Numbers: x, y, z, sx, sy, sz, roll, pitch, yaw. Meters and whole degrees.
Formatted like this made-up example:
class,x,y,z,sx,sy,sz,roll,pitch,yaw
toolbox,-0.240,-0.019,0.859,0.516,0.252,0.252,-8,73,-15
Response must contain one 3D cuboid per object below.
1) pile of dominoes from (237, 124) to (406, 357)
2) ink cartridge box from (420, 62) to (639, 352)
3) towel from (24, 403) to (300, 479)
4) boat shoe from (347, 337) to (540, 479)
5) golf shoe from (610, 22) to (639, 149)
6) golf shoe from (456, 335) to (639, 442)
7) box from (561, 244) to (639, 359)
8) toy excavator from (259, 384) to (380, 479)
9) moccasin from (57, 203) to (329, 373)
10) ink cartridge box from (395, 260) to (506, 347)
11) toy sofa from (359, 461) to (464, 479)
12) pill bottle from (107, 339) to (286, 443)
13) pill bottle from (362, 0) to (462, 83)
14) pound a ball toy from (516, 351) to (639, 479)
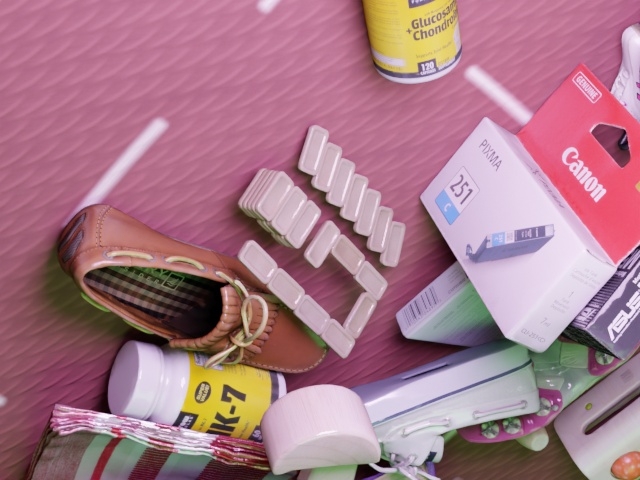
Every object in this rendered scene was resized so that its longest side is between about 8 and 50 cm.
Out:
class,x,y,z,sx,sy,sz,roll,pitch,yaw
pile of dominoes,0.000,0.000,1.602,0.251,0.040,0.196,47,67,-39
ink cartridge box,0.265,-0.057,1.521,0.066,0.296,0.261,27,112,-33
towel,-0.209,0.303,1.691,0.329,0.037,0.237,13,147,-14
boat shoe,0.124,0.258,1.729,0.367,0.136,0.156,-19,94,-10
golf shoe,0.398,-0.186,1.620,0.086,0.067,0.186,-24,130,1
golf shoe,0.331,0.196,1.846,0.306,0.115,0.140,-33,163,12
box,0.366,0.028,1.532,0.060,0.270,0.216,40,90,-3
toy excavator,-0.105,0.396,1.613,0.445,0.222,0.433,-23,132,0
moccasin,-0.139,0.080,1.573,0.380,0.147,0.139,33,109,-35
ink cartridge box,0.250,0.066,1.728,0.224,0.045,0.223,13,134,-42
toy sofa,0.040,0.435,1.869,0.362,0.177,0.150,-23,171,11
pill bottle,-0.160,0.197,1.672,0.208,0.119,0.119,15,119,-28
pill bottle,0.096,-0.273,1.424,0.103,0.103,0.184,-18,130,-6
pound a ball toy,0.466,0.256,1.930,0.319,0.136,0.208,-39,128,10
